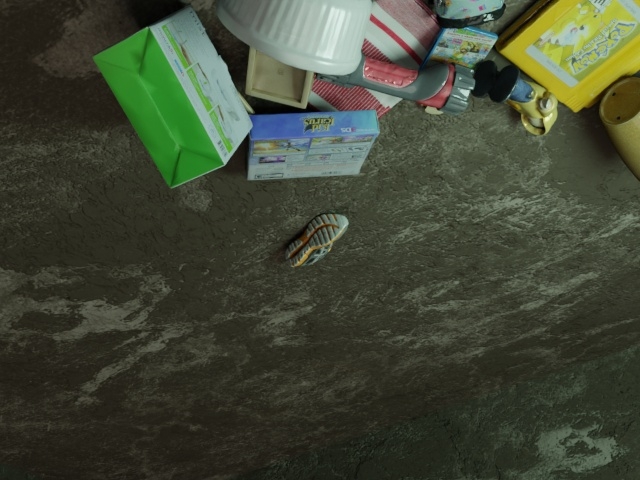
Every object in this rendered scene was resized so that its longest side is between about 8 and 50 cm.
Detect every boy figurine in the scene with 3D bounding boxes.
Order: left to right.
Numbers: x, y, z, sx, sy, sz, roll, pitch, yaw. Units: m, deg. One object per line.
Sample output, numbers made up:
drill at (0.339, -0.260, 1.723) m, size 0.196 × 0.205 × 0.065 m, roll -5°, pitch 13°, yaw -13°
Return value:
boy figurine at (0.434, -0.309, 1.558) m, size 0.285 × 0.177 × 0.092 m, roll 15°, pitch 99°, yaw -52°

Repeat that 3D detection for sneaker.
sneaker at (0.000, 0.000, 1.894) m, size 0.083 × 0.084 × 0.215 m, roll 12°, pitch 141°, yaw -46°

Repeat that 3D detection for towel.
towel at (0.109, -0.367, 1.494) m, size 0.329 × 0.037 × 0.237 m, roll -35°, pitch 134°, yaw 28°

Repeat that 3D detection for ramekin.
ramekin at (-0.036, -0.410, 1.237) m, size 0.273 × 0.273 × 0.127 m, roll 10°, pitch 124°, yaw -24°

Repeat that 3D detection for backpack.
backpack at (0.276, -0.490, 1.319) m, size 0.152 × 0.115 × 0.182 m, roll -12°, pitch 139°, yaw 6°

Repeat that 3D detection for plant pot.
plant pot at (0.761, -0.263, 1.624) m, size 0.254 × 0.237 × 0.237 m, roll 25°, pitch 129°, yaw -32°

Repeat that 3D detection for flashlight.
flashlight at (0.153, -0.337, 1.426) m, size 0.304 × 0.103 × 0.103 m, roll 14°, pitch 174°, yaw -12°

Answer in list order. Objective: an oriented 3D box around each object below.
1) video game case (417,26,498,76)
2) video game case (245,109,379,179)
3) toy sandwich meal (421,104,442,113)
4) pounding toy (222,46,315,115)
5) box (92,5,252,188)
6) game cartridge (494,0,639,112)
video game case at (0.275, -0.372, 1.479) m, size 0.119 × 0.015 × 0.166 m, roll 9°, pitch 138°, yaw -20°
video game case at (-0.028, -0.207, 1.568) m, size 0.270 × 0.061 × 0.244 m, roll -4°, pitch 166°, yaw -9°
toy sandwich meal at (0.259, -0.320, 1.589) m, size 0.086 × 0.029 × 0.085 m, roll -7°, pitch 141°, yaw -5°
pounding toy at (-0.116, -0.344, 1.432) m, size 0.206 × 0.094 × 0.181 m, roll 14°, pitch 140°, yaw -1°
box at (-0.253, -0.269, 1.299) m, size 0.127 × 0.231 × 0.262 m, roll -21°, pitch 113°, yaw 17°
game cartridge at (0.576, -0.431, 1.512) m, size 0.324 × 0.052 × 0.285 m, roll 24°, pitch 130°, yaw -35°
